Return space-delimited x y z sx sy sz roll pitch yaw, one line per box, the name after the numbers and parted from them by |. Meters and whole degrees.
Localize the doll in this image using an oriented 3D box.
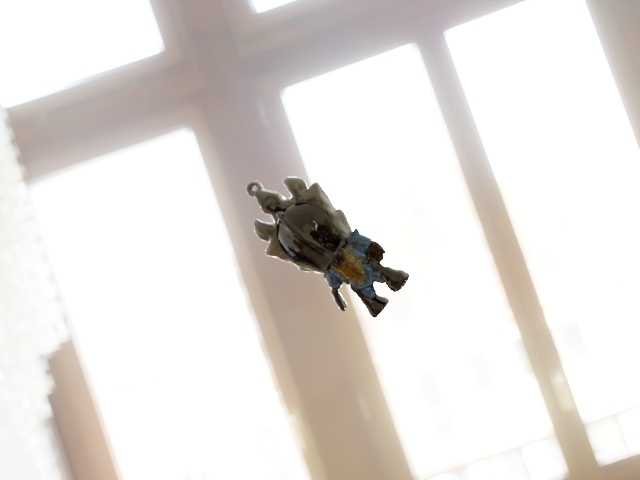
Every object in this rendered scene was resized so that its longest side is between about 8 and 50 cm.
0.000 0.000 1.874 0.096 0.195 0.070 -54 -9 17 | doll
